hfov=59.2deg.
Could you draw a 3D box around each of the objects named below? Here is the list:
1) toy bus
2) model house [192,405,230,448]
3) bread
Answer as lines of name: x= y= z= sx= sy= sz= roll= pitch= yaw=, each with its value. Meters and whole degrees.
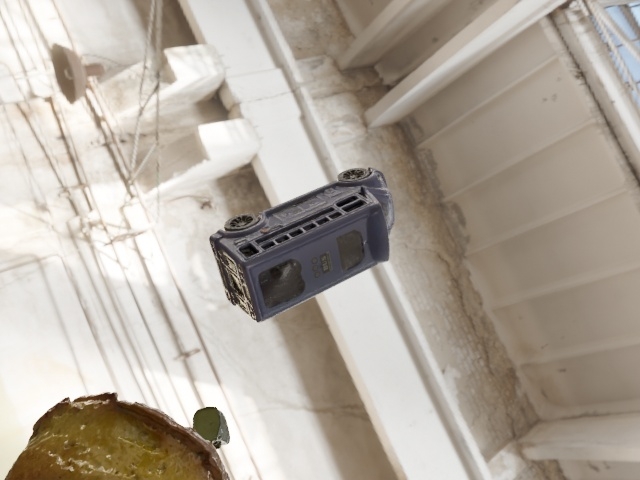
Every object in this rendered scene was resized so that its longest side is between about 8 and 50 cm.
toy bus: x=0.000 y=0.000 z=0.817 sx=0.133 sy=0.292 sz=0.125 roll=32 pitch=-40 yaw=51
model house: x=-0.220 y=0.391 z=1.149 sx=0.083 sy=0.066 sz=0.078 roll=72 pitch=6 yaw=-51
bread: x=-0.354 y=0.441 z=0.963 sx=0.398 sy=0.215 sz=0.398 roll=5 pitch=-57 yaw=8
